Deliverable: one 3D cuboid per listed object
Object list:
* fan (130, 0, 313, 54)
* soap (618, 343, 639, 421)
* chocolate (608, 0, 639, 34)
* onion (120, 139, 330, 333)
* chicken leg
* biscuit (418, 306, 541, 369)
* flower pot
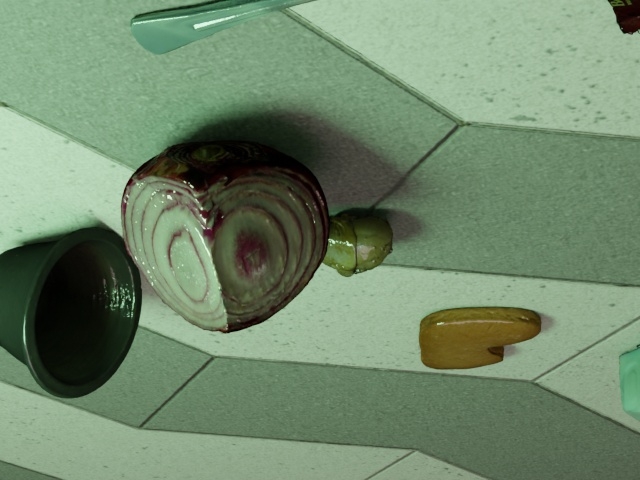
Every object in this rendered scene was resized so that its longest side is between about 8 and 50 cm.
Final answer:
[{"bbox_3d":[-0.072,-0.241,1.382,0.282,0.023,0.057,-12,140,26],"label":"fan"},{"bbox_3d":[0.554,0.211,2.048,0.091,0.145,0.230,29,138,-25],"label":"soap"},{"bbox_3d":[0.302,-0.257,1.310,0.086,0.028,0.182,-10,151,28],"label":"chocolate"},{"bbox_3d":[-0.114,-0.022,1.622,0.207,0.216,0.206,-21,-155,-36],"label":"onion"},{"bbox_3d":[0.000,0.003,1.787,0.198,0.069,0.085,4,151,13],"label":"chicken leg"},{"bbox_3d":[0.245,0.156,2.081,0.186,0.036,0.192,-2,153,5],"label":"biscuit"},{"bbox_3d":[-0.374,0.090,1.862,0.148,0.235,0.235,9,159,32],"label":"flower pot"}]
